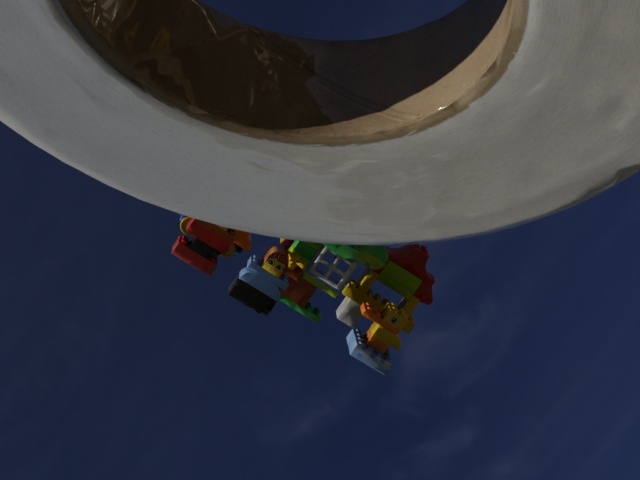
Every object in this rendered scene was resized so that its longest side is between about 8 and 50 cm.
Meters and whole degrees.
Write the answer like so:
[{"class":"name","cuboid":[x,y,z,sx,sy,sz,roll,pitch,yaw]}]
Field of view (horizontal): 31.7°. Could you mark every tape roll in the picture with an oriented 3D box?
[{"class":"tape roll","cuboid":[-0.013,-0.131,0.494,0.392,0.392,0.072,42,-133,-39]}]

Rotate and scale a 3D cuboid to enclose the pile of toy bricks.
[{"class":"pile of toy bricks","cuboid":[0.000,0.000,0.810,0.212,0.118,0.105,32,-77,-13]}]
